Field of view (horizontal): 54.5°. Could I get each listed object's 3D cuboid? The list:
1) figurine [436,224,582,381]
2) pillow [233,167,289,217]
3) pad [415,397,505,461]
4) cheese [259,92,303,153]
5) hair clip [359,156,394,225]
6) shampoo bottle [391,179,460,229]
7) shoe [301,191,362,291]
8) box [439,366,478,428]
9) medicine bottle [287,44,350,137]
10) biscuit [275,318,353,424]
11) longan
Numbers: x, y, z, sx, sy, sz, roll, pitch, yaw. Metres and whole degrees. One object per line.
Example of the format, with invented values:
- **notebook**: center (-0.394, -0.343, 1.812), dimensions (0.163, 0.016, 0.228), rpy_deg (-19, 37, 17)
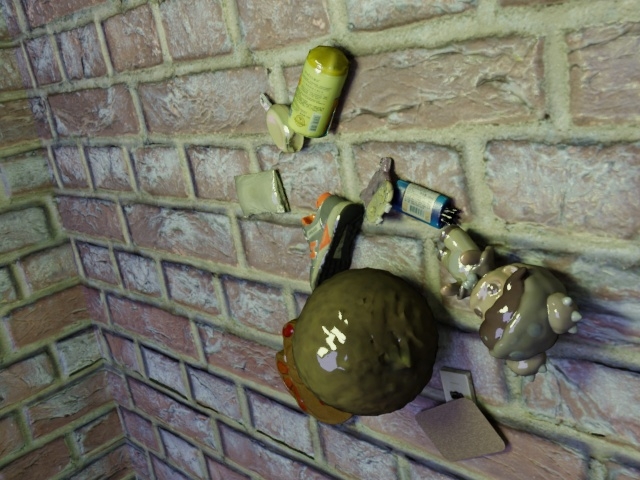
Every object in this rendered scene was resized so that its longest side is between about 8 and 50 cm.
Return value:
- **figurine**: center (0.409, 0.121, 1.425), dimensions (0.380, 0.203, 0.248), rpy_deg (49, 130, 35)
- **pillow**: center (-0.200, -0.151, 2.017), dimensions (0.230, 0.050, 0.148), rpy_deg (-3, 99, 46)
- **pad**: center (0.385, 0.534, 1.742), dimensions (0.176, 0.002, 0.266), rpy_deg (52, 142, 4)
- **cheese**: center (-0.125, -0.354, 1.820), dimensions (0.227, 0.064, 0.137), rpy_deg (54, 155, 31)
- **hair clip**: center (0.152, -0.109, 1.646), dimensions (0.187, 0.056, 0.146), rpy_deg (107, 160, -50)
- **shampoo bottle**: center (0.265, -0.087, 1.565), dimensions (0.183, 0.050, 0.087), rpy_deg (28, 124, 35)
- **shoe**: center (0.000, 0.000, 1.829), dimensions (0.171, 0.132, 0.336), rpy_deg (41, 131, 32)
- **box**: center (0.384, 0.433, 1.708), dimensions (0.090, 0.024, 0.166), rpy_deg (0, 108, 47)
- **medicine bottle**: center (-0.004, -0.398, 1.646), dimensions (0.124, 0.124, 0.239), rpy_deg (43, 133, 23)
- **biscuit**: center (-0.023, 0.447, 2.109), dimensions (0.359, 0.074, 0.381), rpy_deg (-34, 86, 46)
- **longan**: center (0.114, 0.262, 1.635), dimensions (0.391, 0.391, 0.391), rpy_deg (22, 123, 38)
